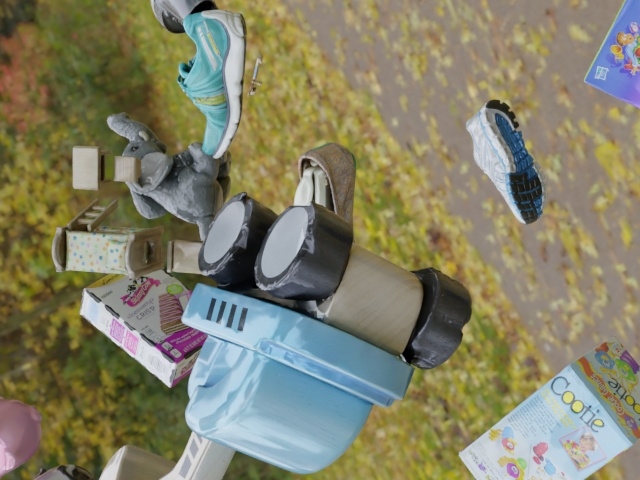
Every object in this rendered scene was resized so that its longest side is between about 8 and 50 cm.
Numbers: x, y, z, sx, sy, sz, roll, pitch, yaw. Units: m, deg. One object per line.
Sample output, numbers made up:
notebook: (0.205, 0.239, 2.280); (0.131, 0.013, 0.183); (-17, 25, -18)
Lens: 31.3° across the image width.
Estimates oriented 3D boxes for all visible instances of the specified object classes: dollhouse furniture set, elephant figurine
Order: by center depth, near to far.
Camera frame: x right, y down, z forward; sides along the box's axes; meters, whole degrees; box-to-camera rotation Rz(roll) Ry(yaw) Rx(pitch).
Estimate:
dollhouse furniture set: (-0.237, -0.037, 1.458); (0.101, 0.182, 0.160); (-23, -65, -72)
elephant figurine: (-0.290, -0.118, 2.063); (0.186, 0.240, 0.169); (-70, -17, -60)

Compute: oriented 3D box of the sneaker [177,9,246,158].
sneaker: (-0.180, -0.259, 1.873); (0.107, 0.110, 0.275); (-93, 7, -50)

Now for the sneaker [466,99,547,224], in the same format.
sneaker: (0.273, -0.111, 1.706); (0.083, 0.071, 0.190); (-28, 81, 57)

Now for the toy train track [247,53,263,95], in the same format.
toy train track: (-0.088, -0.235, 1.626); (0.083, 0.014, 0.048); (109, 178, -58)

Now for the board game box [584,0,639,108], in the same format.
board game box: (0.443, -0.222, 1.204); (0.078, 0.347, 0.233); (37, 107, 39)

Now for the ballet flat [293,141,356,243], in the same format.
ballet flat: (0.000, 0.000, 1.851); (0.108, 0.106, 0.315); (-2, 92, 42)

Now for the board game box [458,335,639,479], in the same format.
board game box: (0.367, 0.290, 1.724); (0.144, 0.142, 0.275); (54, 132, 15)

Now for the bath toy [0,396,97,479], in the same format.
bath toy: (-0.336, 0.227, 1.255); (0.348, 0.151, 0.129); (56, -152, -8)

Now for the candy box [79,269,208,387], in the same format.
candy box: (-0.298, 0.141, 2.078); (0.233, 0.159, 0.071); (35, 132, 19)

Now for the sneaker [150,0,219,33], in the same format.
sneaker: (-0.227, -0.381, 1.907); (0.222, 0.083, 0.118); (111, 141, -67)

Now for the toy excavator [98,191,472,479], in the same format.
toy excavator: (-0.095, 0.189, 1.305); (0.222, 0.445, 0.433); (29, 170, -28)
